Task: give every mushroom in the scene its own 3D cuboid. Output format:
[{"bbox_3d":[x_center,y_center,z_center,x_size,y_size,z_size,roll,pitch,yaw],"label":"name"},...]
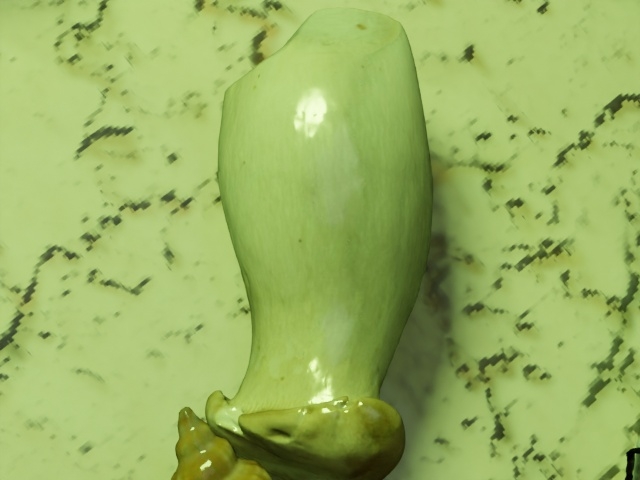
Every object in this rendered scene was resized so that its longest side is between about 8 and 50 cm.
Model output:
[{"bbox_3d":[-0.001,0.000,0.626,0.097,0.088,0.213,5,81,1],"label":"mushroom"}]

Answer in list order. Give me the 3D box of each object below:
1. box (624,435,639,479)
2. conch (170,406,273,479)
[{"bbox_3d":[0.305,0.020,0.646,0.190,0.112,0.370,32,72,24],"label":"box"},{"bbox_3d":[0.025,0.210,0.579,0.330,0.109,0.093,59,34,-8],"label":"conch"}]
